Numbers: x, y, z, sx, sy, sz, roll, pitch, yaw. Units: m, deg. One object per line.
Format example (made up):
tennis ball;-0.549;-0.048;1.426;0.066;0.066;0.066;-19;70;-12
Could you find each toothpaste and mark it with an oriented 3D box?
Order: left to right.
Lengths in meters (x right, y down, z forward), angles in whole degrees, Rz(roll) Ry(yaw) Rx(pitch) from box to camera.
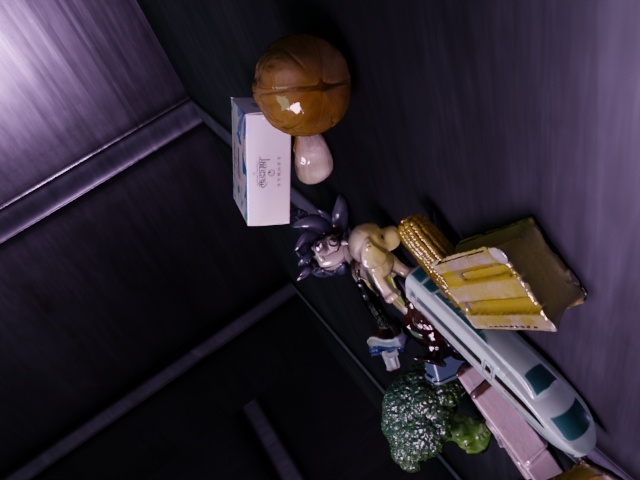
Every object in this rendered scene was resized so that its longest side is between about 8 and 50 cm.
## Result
toothpaste;0.203;-0.020;0.961;0.027;0.019;0.083;-117;5;-59

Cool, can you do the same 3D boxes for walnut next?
walnut;-0.033;-0.259;0.922;0.167;0.167;0.207;60;170;-20

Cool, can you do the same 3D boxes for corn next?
corn;0.209;0.038;0.938;0.207;0.068;0.068;47;169;-2

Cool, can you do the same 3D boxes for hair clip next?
hair clip;0.205;0.152;1.406;0.188;0.033;0.060;59;166;-18
hair clip;0.398;0.386;1.134;0.331;0.085;0.101;53;172;-17

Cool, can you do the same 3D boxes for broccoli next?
broccoli;0.297;0.445;1.419;0.297;0.298;0.297;19;176;-13

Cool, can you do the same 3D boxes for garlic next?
garlic;-0.024;-0.196;1.298;0.198;0.090;0.129;73;177;-72

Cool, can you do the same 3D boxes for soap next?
soap;0.260;0.056;0.791;0.135;0.076;0.233;55;168;1

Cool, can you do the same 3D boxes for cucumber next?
cucumber;0.112;0.130;1.181;0.163;0.038;0.043;58;-151;-36

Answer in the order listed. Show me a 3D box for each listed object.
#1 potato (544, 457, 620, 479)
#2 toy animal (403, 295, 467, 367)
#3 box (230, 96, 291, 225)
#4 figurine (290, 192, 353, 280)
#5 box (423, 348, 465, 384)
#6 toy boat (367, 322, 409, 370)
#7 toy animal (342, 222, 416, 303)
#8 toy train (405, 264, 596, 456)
potato;0.473;0.614;0.949;0.397;0.295;0.290;57;171;4
toy animal;0.251;0.185;1.207;0.218;0.116;0.180;131;130;-79
box;-0.149;-0.200;1.359;0.203;0.116;0.275;-125;33;-60
figurine;0.009;-0.001;1.426;0.265;0.175;0.197;78;-178;-58
box;0.292;0.289;1.282;0.074;0.099;0.054;-161;53;-73
toy boat;0.211;0.327;1.655;0.262;0.114;0.115;97;151;-68
toy animal;0.126;0.047;1.220;0.168;0.121;0.233;43;165;5
toy train;0.308;0.187;0.953;0.407;0.086;0.088;47;160;36
